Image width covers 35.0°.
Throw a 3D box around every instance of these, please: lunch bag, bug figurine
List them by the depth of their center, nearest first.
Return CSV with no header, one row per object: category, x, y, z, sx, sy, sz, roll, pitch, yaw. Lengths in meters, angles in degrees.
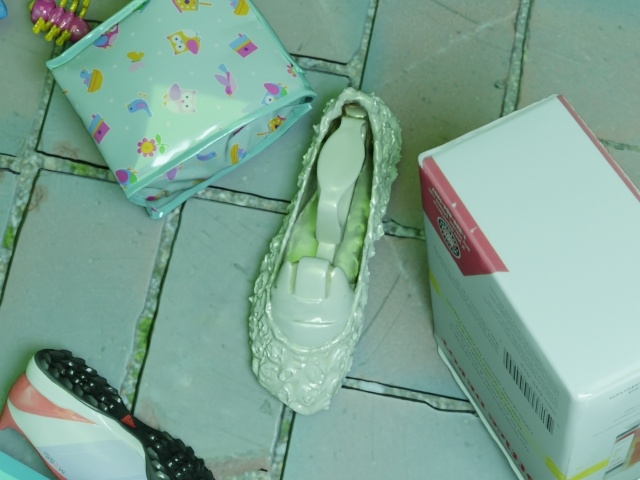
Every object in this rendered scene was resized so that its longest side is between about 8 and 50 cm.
lunch bag,-0.164,-0.190,1.259,0.262,0.160,0.223,-34,77,-1
bug figurine,-0.361,-0.369,1.351,0.216,0.072,0.279,33,75,3

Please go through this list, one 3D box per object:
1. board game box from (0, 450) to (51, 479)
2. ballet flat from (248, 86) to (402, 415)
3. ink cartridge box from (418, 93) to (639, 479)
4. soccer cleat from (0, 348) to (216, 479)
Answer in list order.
board game box,-0.464,0.320,1.123,0.336,0.079,0.254,32,71,-5
ballet flat,0.000,0.000,1.220,0.146,0.147,0.409,12,78,4
ink cartridge box,0.238,0.087,1.035,0.160,0.385,0.279,-26,60,-7
soccer cleat,-0.237,0.264,1.187,0.318,0.108,0.116,39,102,7
